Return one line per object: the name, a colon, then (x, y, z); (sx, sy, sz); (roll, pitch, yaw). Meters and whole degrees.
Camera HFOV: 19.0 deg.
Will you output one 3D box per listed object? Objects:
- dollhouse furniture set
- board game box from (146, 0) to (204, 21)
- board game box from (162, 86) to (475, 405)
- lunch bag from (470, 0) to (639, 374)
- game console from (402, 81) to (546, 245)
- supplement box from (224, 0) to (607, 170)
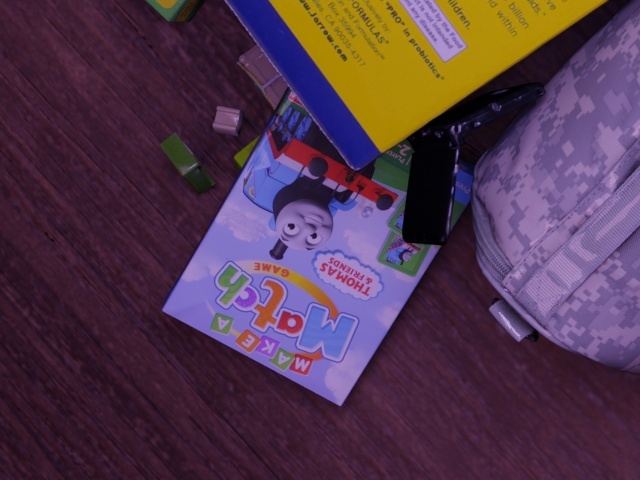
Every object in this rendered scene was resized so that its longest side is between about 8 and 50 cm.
dollhouse furniture set: (-0.048, -0.098, 1.484); (0.151, 0.058, 0.076); (-38, 75, 1)
board game box: (-0.090, -0.355, 1.454); (0.213, 0.046, 0.317); (43, 109, 11)
board game box: (0.000, 0.000, 1.445); (0.160, 0.039, 0.211); (28, 108, -8)
lunch bag: (0.252, -0.060, 1.256); (0.212, 0.256, 0.305); (46, 109, 9)
game console: (0.101, -0.051, 1.279); (0.107, 0.122, 0.071); (-26, 96, -9)
supplement box: (0.122, -0.241, 1.293); (0.356, 0.194, 0.195); (-34, 99, 20)
